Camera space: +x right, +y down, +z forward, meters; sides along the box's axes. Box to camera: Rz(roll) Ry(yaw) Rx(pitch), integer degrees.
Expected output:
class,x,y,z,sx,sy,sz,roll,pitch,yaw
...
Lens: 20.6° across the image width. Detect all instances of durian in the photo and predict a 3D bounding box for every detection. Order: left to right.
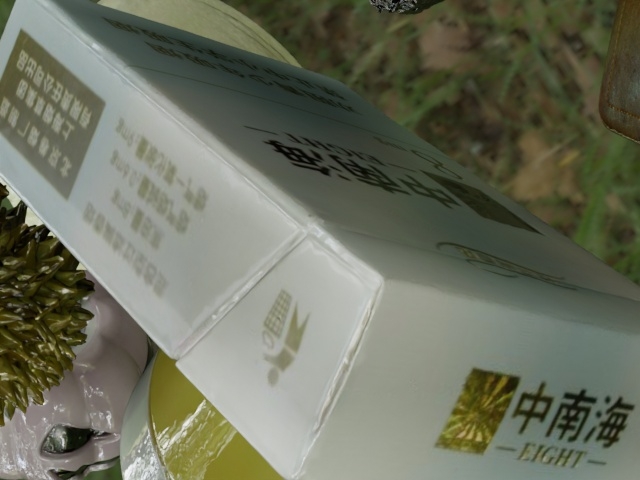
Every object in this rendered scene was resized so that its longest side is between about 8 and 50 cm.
class,x,y,z,sx,sy,sz,roll,pitch,yaw
durian,-0.266,0.019,1.066,0.293,0.258,0.258,19,129,37

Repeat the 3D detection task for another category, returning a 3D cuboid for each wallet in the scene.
class,x,y,z,sx,sy,sz,roll,pitch,yaw
wallet,0.270,-0.116,1.293,0.255,0.031,0.137,-130,44,-69

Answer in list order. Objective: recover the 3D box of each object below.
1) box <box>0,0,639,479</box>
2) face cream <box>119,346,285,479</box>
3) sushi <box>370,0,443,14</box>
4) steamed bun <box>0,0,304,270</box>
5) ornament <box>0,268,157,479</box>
class,x,y,z,sx,sy,sz,roll,pitch,yaw
box,0.000,0.000,0.579,0.243,0.155,0.067,41,113,50
face cream,0.013,0.095,1.023,0.218,0.218,0.179,48,139,12
sushi,0.074,-0.240,1.429,0.098,0.094,0.084,60,159,3
steamed bun,-0.157,-0.114,1.733,0.290,0.272,0.273,-25,104,32
ornament,-0.214,0.099,1.378,0.177,0.177,0.178,29,135,33
